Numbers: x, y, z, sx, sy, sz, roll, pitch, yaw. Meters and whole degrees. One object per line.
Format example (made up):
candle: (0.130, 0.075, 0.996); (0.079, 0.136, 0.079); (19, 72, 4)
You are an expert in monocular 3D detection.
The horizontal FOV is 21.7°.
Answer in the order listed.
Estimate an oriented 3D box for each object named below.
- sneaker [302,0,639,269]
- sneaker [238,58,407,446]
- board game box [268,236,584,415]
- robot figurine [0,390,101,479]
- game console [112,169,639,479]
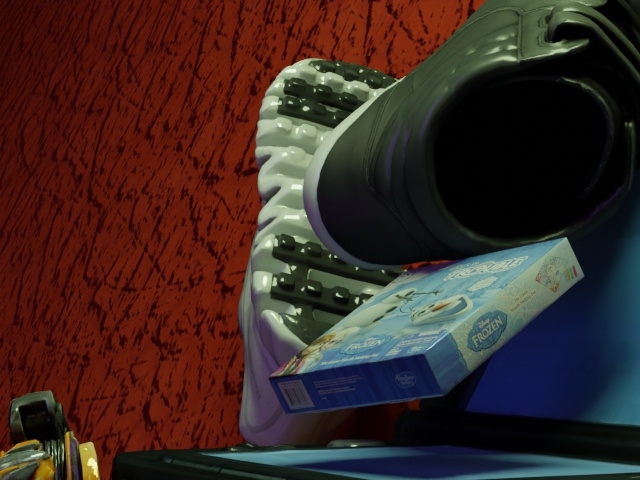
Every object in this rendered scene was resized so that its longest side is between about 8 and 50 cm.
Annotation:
sneaker: (0.129, -0.088, 0.727); (0.296, 0.104, 0.147); (-43, 16, -8)
sneaker: (0.000, 0.000, 0.949); (0.292, 0.110, 0.118); (-78, 7, -51)
board game box: (0.039, 0.033, 0.633); (0.090, 0.020, 0.090); (-34, 13, -39)
robot figurine: (-0.105, 0.212, 0.709); (0.085, 0.291, 0.211); (-14, 28, -4)
game console: (0.079, 0.030, 0.676); (0.293, 0.250, 0.173); (-7, 82, 62)
